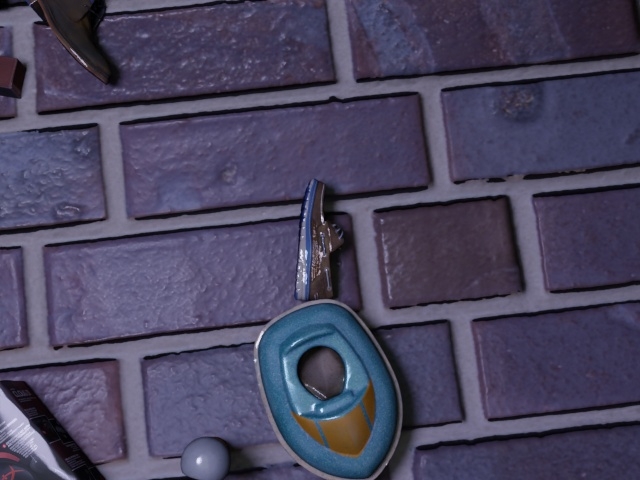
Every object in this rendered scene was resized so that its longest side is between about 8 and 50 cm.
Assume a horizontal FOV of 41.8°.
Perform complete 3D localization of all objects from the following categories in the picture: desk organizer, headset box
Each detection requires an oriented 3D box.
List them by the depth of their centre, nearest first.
[{"bbox_3d":[-0.443,0.352,1.168,0.218,0.110,0.293,-42,84,-7],"label":"headset box"},{"bbox_3d":[-0.528,-0.260,1.292,0.130,0.047,0.050,9,79,0],"label":"desk organizer"}]

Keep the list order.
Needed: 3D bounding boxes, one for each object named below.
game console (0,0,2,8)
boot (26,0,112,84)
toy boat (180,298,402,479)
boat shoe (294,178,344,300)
[{"bbox_3d":[-0.592,-0.315,1.262,0.213,0.044,0.361,-5,68,-5],"label":"game console"},{"bbox_3d":[-0.366,-0.347,1.290,0.106,0.082,0.219,-40,82,-4],"label":"boot"},{"bbox_3d":[-0.042,0.245,1.171,0.318,0.148,0.267,-28,83,-5],"label":"toy boat"},{"bbox_3d":[0.000,0.000,1.256,0.066,0.066,0.183,5,91,-5],"label":"boat shoe"}]
